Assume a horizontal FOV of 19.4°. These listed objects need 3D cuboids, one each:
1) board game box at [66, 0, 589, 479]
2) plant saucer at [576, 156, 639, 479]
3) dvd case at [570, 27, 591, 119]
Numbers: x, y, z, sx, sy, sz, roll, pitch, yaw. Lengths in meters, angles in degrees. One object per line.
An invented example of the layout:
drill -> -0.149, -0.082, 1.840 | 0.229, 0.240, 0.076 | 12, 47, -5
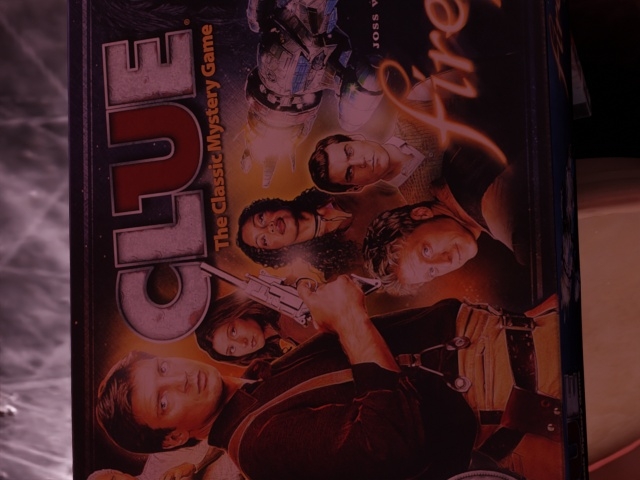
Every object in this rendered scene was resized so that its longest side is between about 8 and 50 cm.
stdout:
board game box -> 0.000, 0.000, 0.606 | 0.165, 0.243, 0.042 | -4, 173, 19
plant saucer -> 0.075, 0.059, 0.740 | 0.278, 0.041, 0.278 | -13, 144, -10
dvd case -> 0.044, -0.083, 0.678 | 0.087, 0.013, 0.119 | -11, 133, 13
